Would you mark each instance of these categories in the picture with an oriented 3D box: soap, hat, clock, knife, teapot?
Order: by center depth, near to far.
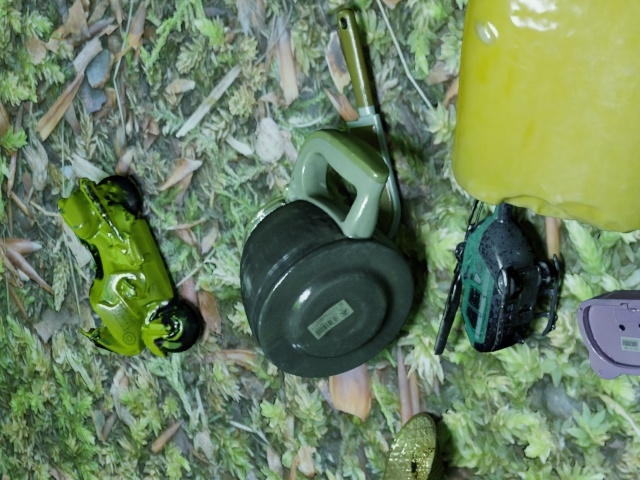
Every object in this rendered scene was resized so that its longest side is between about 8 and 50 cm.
[{"bbox_3d":[0.312,-0.217,1.595,0.306,0.115,0.427,21,129,14],"label":"soap"},{"bbox_3d":[0.402,0.118,1.715,0.153,0.050,0.110,-1,103,45],"label":"clock"},{"bbox_3d":[-0.020,0.012,1.956,0.239,0.239,0.321,-125,18,-47],"label":"teapot"},{"bbox_3d":[0.066,-0.163,1.966,0.061,0.027,0.343,-5,103,43],"label":"knife"},{"bbox_3d":[0.158,0.335,2.026,0.146,0.067,0.146,-51,26,36],"label":"hat"}]

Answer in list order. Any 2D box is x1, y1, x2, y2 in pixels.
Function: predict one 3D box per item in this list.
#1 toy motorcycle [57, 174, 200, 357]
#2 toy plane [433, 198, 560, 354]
[{"bbox_3d":[-0.351,0.060,2.375,0.206,0.142,0.342,-26,83,8],"label":"toy motorcycle"},{"bbox_3d":[0.233,0.010,1.816,0.155,0.106,0.381,36,132,45],"label":"toy plane"}]
